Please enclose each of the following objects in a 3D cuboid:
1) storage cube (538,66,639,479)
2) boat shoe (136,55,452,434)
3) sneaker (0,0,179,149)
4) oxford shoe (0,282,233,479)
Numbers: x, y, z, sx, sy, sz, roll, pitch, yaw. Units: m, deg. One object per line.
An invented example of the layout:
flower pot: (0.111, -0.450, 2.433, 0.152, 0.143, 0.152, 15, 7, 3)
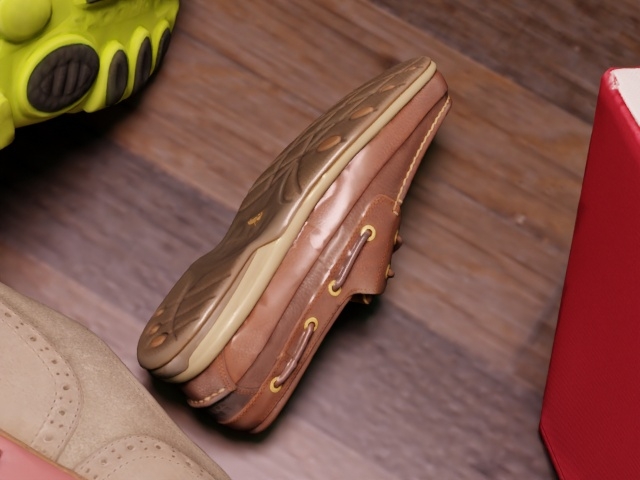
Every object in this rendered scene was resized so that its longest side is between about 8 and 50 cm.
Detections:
storage cube: (0.199, 0.058, 0.561, 0.184, 0.193, 0.215, -10, 47, -11)
boat shoe: (0.000, 0.000, 0.673, 0.060, 0.064, 0.178, 45, 66, -18)
sneaker: (-0.160, -0.088, 0.615, 0.123, 0.295, 0.109, 19, 106, 20)
oxford shoe: (-0.160, 0.053, 0.600, 0.348, 0.123, 0.130, 41, 22, 5)
